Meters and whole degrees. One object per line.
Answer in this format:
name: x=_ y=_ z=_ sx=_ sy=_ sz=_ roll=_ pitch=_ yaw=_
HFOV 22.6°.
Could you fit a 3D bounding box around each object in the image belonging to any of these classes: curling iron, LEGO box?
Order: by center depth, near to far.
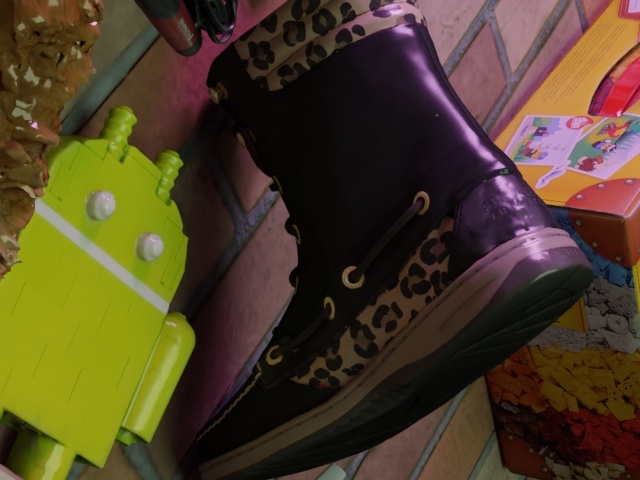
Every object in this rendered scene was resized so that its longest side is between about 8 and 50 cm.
curling iron: x=-0.094 y=-0.152 z=0.708 sx=0.274 sy=0.035 sz=0.068 roll=39 pitch=52 yaw=-68
LEGO box: x=0.361 y=-0.024 z=1.740 sx=0.500 sy=0.193 sz=0.372 roll=-48 pitch=135 yaw=-41

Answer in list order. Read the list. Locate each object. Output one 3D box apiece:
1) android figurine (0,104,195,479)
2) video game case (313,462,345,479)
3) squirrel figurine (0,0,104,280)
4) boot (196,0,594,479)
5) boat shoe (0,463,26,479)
android figurine: x=-0.168 y=0.043 z=1.065 sx=0.248 sy=0.056 sz=0.273 roll=48 pitch=59 yaw=-50
video game case: x=-0.054 y=0.257 z=1.251 sx=0.157 sy=0.019 sz=0.143 roll=-37 pitch=164 yaw=-47
squirrel figurine: x=-0.241 y=-0.018 z=0.749 sx=0.397 sy=0.281 sz=0.370 roll=-32 pitch=130 yaw=-47
boot: x=0.000 y=0.000 z=1.179 sx=0.138 sy=0.377 sz=0.284 roll=-8 pitch=66 yaw=-44
boat shoe: x=-0.151 y=0.175 z=0.681 sx=0.098 sy=0.109 sz=0.302 roll=-64 pitch=149 yaw=-32
